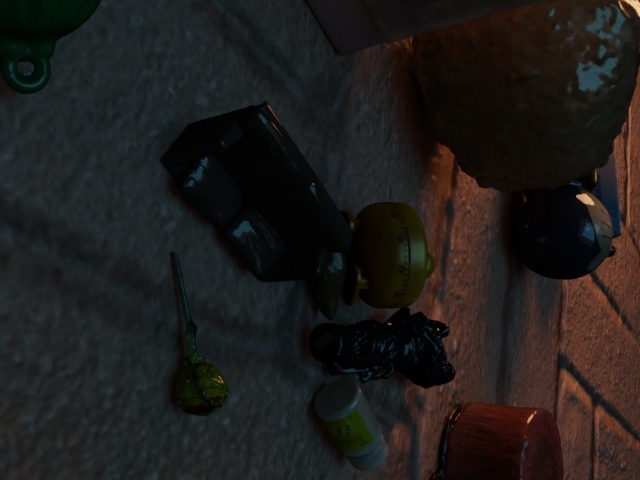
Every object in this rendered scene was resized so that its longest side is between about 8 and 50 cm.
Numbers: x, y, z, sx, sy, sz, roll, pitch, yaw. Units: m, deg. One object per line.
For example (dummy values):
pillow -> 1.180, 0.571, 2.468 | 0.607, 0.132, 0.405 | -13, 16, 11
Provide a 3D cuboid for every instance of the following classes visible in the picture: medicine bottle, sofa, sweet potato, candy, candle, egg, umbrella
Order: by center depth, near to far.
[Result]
candy -> -0.094, 0.068, 0.498 | 0.035, 0.035, 0.122 | -2, 79, -58
sofa -> -0.045, -0.028, 0.527 | 0.147, 0.085, 0.060 | 56, 41, -35
sweet potato -> 0.003, -0.002, 0.632 | 0.041, 0.038, 0.153 | -17, 97, -59
medicine bottle -> 0.030, 0.173, 0.636 | 0.047, 0.047, 0.083 | -54, 127, -43
umbrella -> 0.072, 0.105, 0.687 | 0.224, 0.071, 0.080 | 16, 60, -50
candle -> 0.224, 0.373, 0.814 | 0.317, 0.131, 0.287 | -45, 123, -46
egg -> 0.247, -0.217, 0.818 | 0.279, 0.279, 0.310 | 13, 76, -53

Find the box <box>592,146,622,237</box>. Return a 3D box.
box -> 0.478, -0.092, 1.228 | 0.139, 0.073, 0.194 | 67, 23, -81

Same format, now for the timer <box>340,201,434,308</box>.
timer -> 0.074, 0.015, 0.666 | 0.109, 0.107, 0.107 | -1, 85, -17

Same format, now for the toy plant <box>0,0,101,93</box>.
toy plant -> -0.180, -0.179, 0.351 | 0.143, 0.105, 0.200 | -10, 105, -44

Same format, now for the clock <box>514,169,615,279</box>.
clock -> 0.382, -0.055, 1.080 | 0.199, 0.147, 0.243 | 41, 47, -58

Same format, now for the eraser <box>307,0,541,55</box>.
eraser -> 0.164, -0.314, 0.591 | 0.082, 0.397, 0.213 | 15, 72, -53
